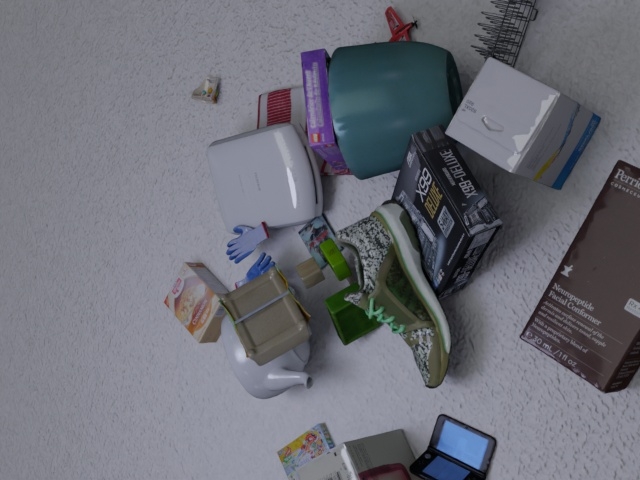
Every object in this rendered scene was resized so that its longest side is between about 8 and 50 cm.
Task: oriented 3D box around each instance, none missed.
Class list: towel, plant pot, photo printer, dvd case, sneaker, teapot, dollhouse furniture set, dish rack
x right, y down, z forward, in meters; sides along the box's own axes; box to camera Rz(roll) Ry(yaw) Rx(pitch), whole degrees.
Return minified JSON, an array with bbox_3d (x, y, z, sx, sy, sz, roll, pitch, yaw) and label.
[{"bbox_3d":[-0.041,-0.278,1.957,0.328,0.037,0.237,1,85,38],"label":"towel"},{"bbox_3d":[0.177,-0.292,1.647,0.235,0.293,0.293,-8,80,20],"label":"plant pot"},{"bbox_3d":[-0.132,-0.153,1.929,0.307,0.107,0.256,-7,99,40],"label":"photo printer"},{"bbox_3d":[0.000,0.000,1.911,0.087,0.013,0.120,-43,60,26],"label":"dvd case"},{"bbox_3d":[0.142,0.129,1.641,0.158,0.181,0.411,125,126,-73],"label":"sneaker"},{"bbox_3d":[-0.110,0.242,1.856,0.187,0.252,0.256,-26,85,9],"label":"teapot"},{"bbox_3d":[-0.050,0.164,1.774,0.301,0.151,0.198,-29,53,-4],"label":"dollhouse furniture set"},{"bbox_3d":[0.367,-0.423,1.559,0.074,0.208,0.272,20,99,25],"label":"dish rack"}]

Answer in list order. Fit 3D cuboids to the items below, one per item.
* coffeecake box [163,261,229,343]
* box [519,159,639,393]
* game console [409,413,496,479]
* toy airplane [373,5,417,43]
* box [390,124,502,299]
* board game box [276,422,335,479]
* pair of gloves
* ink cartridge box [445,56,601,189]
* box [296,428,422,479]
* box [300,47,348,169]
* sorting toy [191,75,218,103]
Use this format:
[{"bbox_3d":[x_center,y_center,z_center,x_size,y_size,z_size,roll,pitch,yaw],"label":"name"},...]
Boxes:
[{"bbox_3d":[-0.331,0.169,2.114,0.185,0.068,0.142,41,111,33],"label":"coffeecake box"},{"bbox_3d":[0.551,0.069,1.405,0.191,0.143,0.382,34,104,35],"label":"box"},{"bbox_3d":[0.275,0.451,1.614,0.144,0.124,0.085,18,123,38],"label":"game console"},{"bbox_3d":[0.171,-0.470,1.817,0.151,0.028,0.151,-6,81,38],"label":"toy airplane"},{"bbox_3d":[0.242,-0.048,1.576,0.307,0.076,0.243,100,146,-63],"label":"box"},{"bbox_3d":[-0.029,0.526,1.872,0.154,0.026,0.104,-41,63,27],"label":"board game box"},{"bbox_3d":[-0.175,0.046,1.916,0.159,0.023,0.198,-33,65,36],"label":"pair of gloves"},{"bbox_3d":[0.395,-0.222,1.491,0.171,0.232,0.168,38,108,33],"label":"ink cartridge box"},{"bbox_3d":[0.087,0.505,1.655,0.148,0.232,0.127,-37,65,29],"label":"box"},{"bbox_3d":[0.022,-0.281,1.709,0.057,0.293,0.201,-7,84,11],"label":"box"},{"bbox_3d":[-0.316,-0.429,2.182,0.083,0.044,0.075,13,86,38],"label":"sorting toy"}]
